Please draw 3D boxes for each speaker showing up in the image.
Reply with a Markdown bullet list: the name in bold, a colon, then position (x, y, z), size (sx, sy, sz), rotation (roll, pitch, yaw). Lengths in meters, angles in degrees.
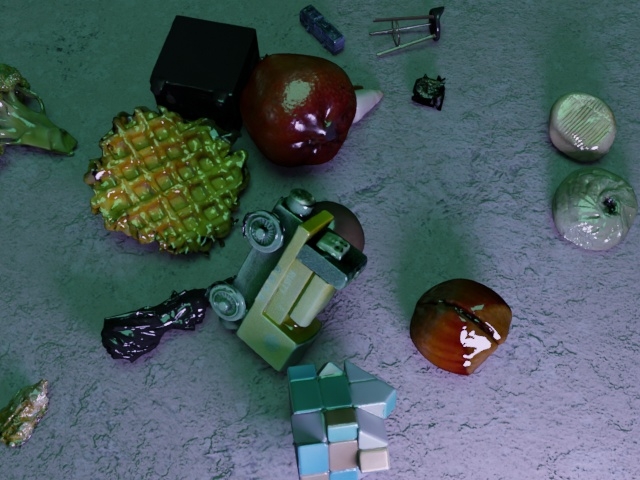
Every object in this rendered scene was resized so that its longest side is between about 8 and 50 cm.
- **speaker**: position (-0.298, -0.427, 1.935), size (0.232, 0.184, 0.254), rotation (12, 66, 6)

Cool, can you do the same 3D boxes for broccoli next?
- **broccoli**: position (-0.821, -0.316, 1.870), size (0.254, 0.186, 0.302), rotation (-36, 61, -28)

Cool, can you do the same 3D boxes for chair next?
- **chair**: position (0.254, -0.595, 2.083), size (0.222, 0.104, 0.095), rotation (-15, 89, -3)

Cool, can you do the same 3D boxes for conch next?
- **conch**: position (0.097, -0.381, 1.963), size (0.176, 0.094, 0.104), rotation (-44, 34, -24)

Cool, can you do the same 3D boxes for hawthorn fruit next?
- **hawthorn fruit**: position (-0.065, -0.324, 1.829), size (0.311, 0.295, 0.295), rotation (18, 60, 39)

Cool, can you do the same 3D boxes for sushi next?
- **sushi**: position (0.297, -0.409, 2.001), size (0.083, 0.056, 0.084), rotation (10, 63, 13)

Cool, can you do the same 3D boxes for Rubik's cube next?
- **Rubik's cube**: position (0.045, 0.366, 1.499), size (0.213, 0.224, 0.265), rotation (-7, 36, -6)

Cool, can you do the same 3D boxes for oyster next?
- **oyster**: position (-0.648, 0.381, 1.589), size (0.146, 0.045, 0.121), rotation (-18, 78, -9)

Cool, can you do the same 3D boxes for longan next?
- **longan**: position (0.000, 0.000, 1.701), size (0.212, 0.198, 0.198), rotation (-4, 59, 25)

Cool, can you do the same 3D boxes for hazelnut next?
- **hazelnut**: position (0.303, 0.182, 1.618), size (0.181, 0.181, 0.212), rotation (40, 78, -2)

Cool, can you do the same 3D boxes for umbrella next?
- **umbrella**: position (-0.335, 0.166, 1.676), size (0.340, 0.118, 0.118), rotation (-27, 65, -23)

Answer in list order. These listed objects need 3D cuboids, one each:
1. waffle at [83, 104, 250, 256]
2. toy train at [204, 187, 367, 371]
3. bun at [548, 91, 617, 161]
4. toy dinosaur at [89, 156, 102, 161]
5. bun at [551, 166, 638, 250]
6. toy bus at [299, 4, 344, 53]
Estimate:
- **waffle**: position (-0.371, -0.149, 1.801), size (0.382, 0.095, 0.379), rotation (19, 65, -9)
- **toy train**: position (-0.075, 0.084, 1.573), size (0.253, 0.397, 0.160), rotation (39, 32, 12)
- **bun**: position (0.683, -0.296, 1.918), size (0.188, 0.111, 0.164), rotation (40, 86, 15)
- **toy dinosaur**: position (-0.468, -0.179, 1.863), size (0.188, 0.075, 0.247), rotation (-33, 73, -18)
- **bun**: position (0.678, -0.089, 1.800), size (0.221, 0.108, 0.221), rotation (0, 62, 0)
- **toy bus**: position (0.004, -0.606, 2.096), size (0.047, 0.065, 0.166), rotation (-35, 69, -16)
